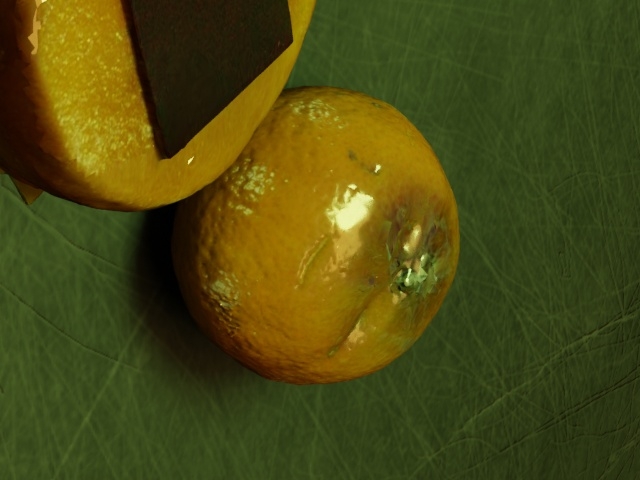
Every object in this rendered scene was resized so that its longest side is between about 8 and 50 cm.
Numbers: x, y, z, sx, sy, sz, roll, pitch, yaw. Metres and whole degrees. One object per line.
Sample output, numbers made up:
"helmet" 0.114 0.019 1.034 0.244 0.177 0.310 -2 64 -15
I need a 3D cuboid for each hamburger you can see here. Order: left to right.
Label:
"hamburger" -0.151 -0.156 0.949 0.291 0.225 0.291 -33 131 -47

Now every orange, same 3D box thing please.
"orange" 0.000 0.000 1.264 0.224 0.170 0.224 -25 124 -44
